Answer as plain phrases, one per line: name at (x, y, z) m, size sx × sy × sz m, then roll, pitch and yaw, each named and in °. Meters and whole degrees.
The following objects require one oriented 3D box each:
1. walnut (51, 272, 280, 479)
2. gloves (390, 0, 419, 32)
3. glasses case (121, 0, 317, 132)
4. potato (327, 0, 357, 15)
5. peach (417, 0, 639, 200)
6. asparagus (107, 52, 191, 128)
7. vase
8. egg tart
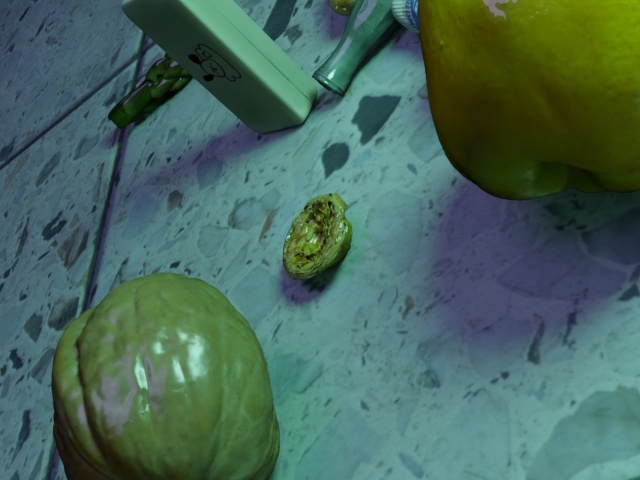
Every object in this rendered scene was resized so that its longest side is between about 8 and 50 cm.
walnut at (-0.184, 0.184, 1.070) m, size 0.252 × 0.277 × 0.313 m, roll -14°, pitch 42°, yaw -11°
gloves at (0.181, -0.313, 1.250) m, size 0.229 × 0.097 × 0.119 m, roll 20°, pitch 109°, yaw 47°
glasses case at (-0.149, -0.290, 1.402) m, size 0.131 × 0.313 × 0.070 m, roll -6°, pitch 52°, yaw 47°
potato at (0.061, -0.438, 1.473) m, size 0.118 × 0.109 × 0.178 m, roll -2°, pitch 61°, yaw 24°
peach at (0.232, -0.198, 0.886) m, size 0.289 × 0.289 × 0.308 m, roll -8°, pitch 80°, yaw 46°
asparagus at (-0.308, -0.325, 1.832) m, size 0.287 × 0.080 × 0.080 m, roll -38°, pitch 37°, yaw 25°
vase at (0.069, -0.319, 1.388) m, size 0.214 × 0.086 × 0.086 m, roll -56°, pitch 34°, yaw 4°
egg tart at (0.000, 0.000, 1.210) m, size 0.129 × 0.049 × 0.129 m, roll -33°, pitch 41°, yaw 35°
